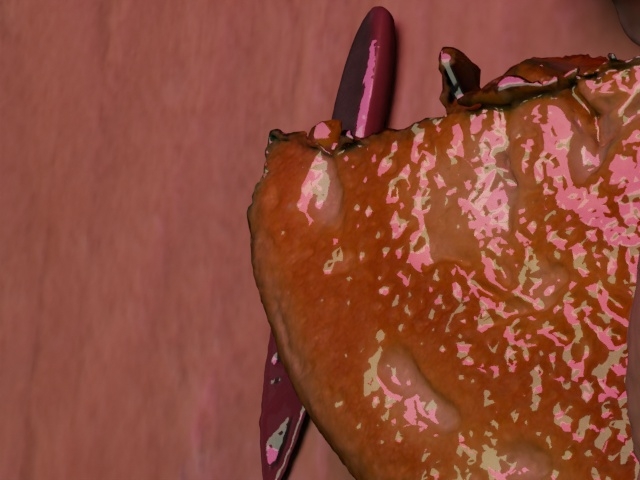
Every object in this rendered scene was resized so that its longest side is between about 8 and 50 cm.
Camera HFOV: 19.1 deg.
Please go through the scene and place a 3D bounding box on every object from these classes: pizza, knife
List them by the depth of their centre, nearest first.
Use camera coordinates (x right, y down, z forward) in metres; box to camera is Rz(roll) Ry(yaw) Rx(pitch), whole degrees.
[{"bbox_3d":[0.094,0.017,0.782,0.289,0.081,0.228,42,101,38],"label":"pizza"},{"bbox_3d":[0.000,0.000,0.898,0.035,0.018,0.247,3,69,32],"label":"knife"}]

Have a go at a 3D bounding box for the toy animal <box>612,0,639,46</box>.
[{"bbox_3d":[0.099,-0.246,0.830,0.188,0.308,0.266,-51,23,29],"label":"toy animal"}]

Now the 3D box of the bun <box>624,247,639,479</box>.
[{"bbox_3d":[0.247,0.025,0.552,0.365,0.219,0.365,-6,80,33],"label":"bun"}]
